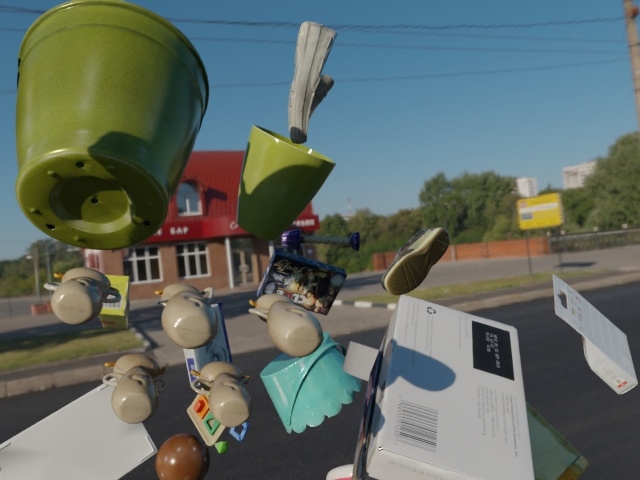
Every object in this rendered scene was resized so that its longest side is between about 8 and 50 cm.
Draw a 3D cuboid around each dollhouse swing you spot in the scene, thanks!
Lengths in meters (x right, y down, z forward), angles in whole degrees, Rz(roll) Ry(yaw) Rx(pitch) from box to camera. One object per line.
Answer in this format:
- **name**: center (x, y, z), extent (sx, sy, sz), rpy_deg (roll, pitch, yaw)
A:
- **dollhouse swing**: center (0.432, 0.535, 1.428), extent (0.305, 0.315, 0.347), rpy_deg (-12, 47, -43)

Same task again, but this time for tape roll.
- **tape roll**: center (0.163, 0.299, 1.308), extent (0.219, 0.072, 0.219), rpy_deg (17, -9, 3)

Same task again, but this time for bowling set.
- **bowling set**: center (-0.156, 0.139, 0.603), extent (0.287, 0.200, 0.154), rpy_deg (14, 2, -19)

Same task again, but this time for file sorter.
- **file sorter**: center (-0.548, 0.466, 1.254), extent (0.277, 0.193, 0.173), rpy_deg (-30, 0, -31)

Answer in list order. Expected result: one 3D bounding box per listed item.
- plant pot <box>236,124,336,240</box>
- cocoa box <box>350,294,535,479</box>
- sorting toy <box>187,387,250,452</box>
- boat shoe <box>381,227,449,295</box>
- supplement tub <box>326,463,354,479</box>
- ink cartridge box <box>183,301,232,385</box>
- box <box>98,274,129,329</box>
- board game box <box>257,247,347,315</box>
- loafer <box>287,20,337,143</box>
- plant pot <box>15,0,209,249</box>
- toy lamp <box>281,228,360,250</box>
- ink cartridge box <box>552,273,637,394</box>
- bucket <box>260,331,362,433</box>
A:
- **plant pot**: center (-0.138, -0.159, 1.712), extent (0.274, 0.294, 0.275), rpy_deg (25, 11, -5)
- **cocoa box**: center (0.194, 0.307, 0.950), extent (0.231, 0.228, 0.347), rpy_deg (17, 36, 3)
- **sorting toy**: center (-0.374, 0.567, 1.929), extent (0.047, 0.196, 0.347), rpy_deg (25, 14, -50)
- **boat shoe**: center (0.206, 0.045, 1.275), extent (0.223, 0.080, 0.073), rpy_deg (-40, 27, -29)
- **supplement tub**: center (0.112, 0.723, 1.431), extent (0.191, 0.272, 0.191), rpy_deg (-2, -31, -1)
- **ink cartridge box**: center (-0.355, 0.327, 1.832), extent (0.045, 0.223, 0.224), rpy_deg (-8, 6, 28)
- **box**: center (-0.451, 0.140, 1.243), extent (0.058, 0.087, 0.232), rpy_deg (6, -16, -17)
- **board game box**: center (-0.059, 0.135, 1.789), extent (0.243, 0.165, 0.042), rpy_deg (17, 24, -17)
- **loafer**: center (-0.019, -0.403, 1.451), extent (0.111, 0.320, 0.112), rpy_deg (8, -3, -7)
- **plant pot**: center (-0.393, -0.183, 1.039), extent (0.366, 0.353, 0.366), rpy_deg (-5, -40, -4)
- **toy lamp**: center (0.000, 0.000, 1.992), extent (0.274, 0.080, 0.080), rpy_deg (1, -2, -1)
- **ink cartridge box**: center (0.457, 0.158, 0.974), extent (0.045, 0.179, 0.145), rpy_deg (-51, 0, 31)
- **bucket**: center (-0.031, 0.410, 1.668), extent (0.281, 0.183, 0.281), rpy_deg (-31, 3, 2)
